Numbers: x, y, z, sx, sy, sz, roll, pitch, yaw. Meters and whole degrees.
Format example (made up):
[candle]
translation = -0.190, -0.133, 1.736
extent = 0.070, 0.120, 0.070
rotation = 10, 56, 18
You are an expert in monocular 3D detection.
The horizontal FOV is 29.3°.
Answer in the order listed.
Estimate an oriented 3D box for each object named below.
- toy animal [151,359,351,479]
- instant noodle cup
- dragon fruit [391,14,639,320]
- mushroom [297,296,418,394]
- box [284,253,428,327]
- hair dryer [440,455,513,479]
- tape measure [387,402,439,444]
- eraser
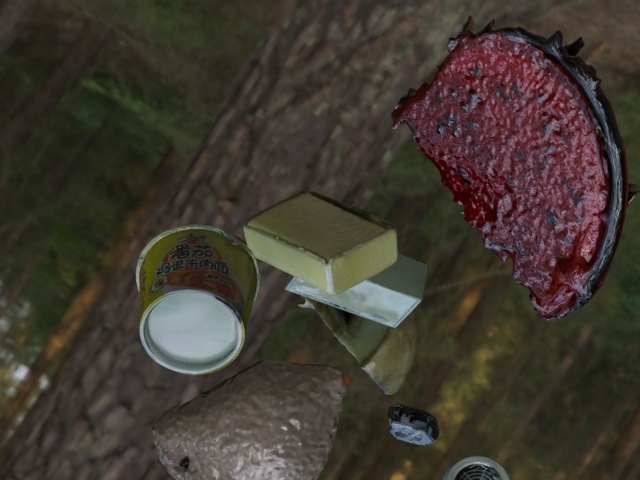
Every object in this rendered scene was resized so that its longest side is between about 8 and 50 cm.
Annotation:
[toy animal]
translation = -0.097, 0.326, 2.022
extent = 0.188, 0.358, 0.226
rotation = 18, -135, -61
[instant noodle cup]
translation = -0.249, 0.128, 2.424
extent = 0.264, 0.264, 0.200
rotation = 36, -154, -20
[dragon fruit]
translation = 0.257, -0.104, 1.403
extent = 0.343, 0.100, 0.282
rotation = 58, 143, 14
[mushroom]
translation = 0.110, 0.165, 2.486
extent = 0.292, 0.212, 0.217
rotation = 34, 175, 43
[box]
translation = 0.067, 0.064, 2.235
extent = 0.225, 0.086, 0.129
rotation = 21, 147, -11
[hair dryer]
translation = 0.093, 0.389, 1.750
extent = 0.357, 0.108, 0.173
rotation = -2, 143, 1
[tape measure]
translation = 0.163, 0.322, 2.137
extent = 0.091, 0.054, 0.094
rotation = 11, 155, 14
[eraser]
translation = 0.000, 0.000, 1.529
extent = 0.172, 0.117, 0.058
rotation = 24, 133, 44
